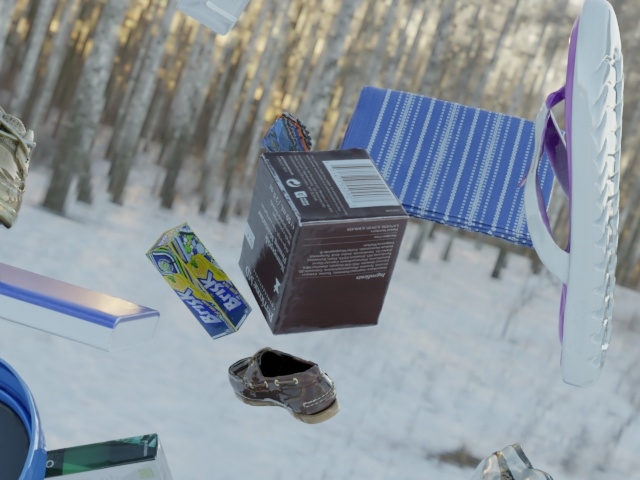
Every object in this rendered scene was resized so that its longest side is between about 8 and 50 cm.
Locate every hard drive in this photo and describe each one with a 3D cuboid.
[{"bbox_3d":[-0.360,0.057,1.555,0.319,0.040,0.210,17,1,6],"label":"hard drive"}]

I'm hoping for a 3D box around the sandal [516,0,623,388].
[{"bbox_3d":[0.249,-0.039,1.396,0.102,0.416,0.169,4,19,18],"label":"sandal"}]

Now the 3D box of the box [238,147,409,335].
[{"bbox_3d":[0.000,0.000,1.913,0.167,0.203,0.168,-4,39,-24],"label":"box"}]

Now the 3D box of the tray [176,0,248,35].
[{"bbox_3d":[-0.114,-0.455,2.139,0.030,0.270,0.145,34,6,31],"label":"tray"}]

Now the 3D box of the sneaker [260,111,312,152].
[{"bbox_3d":[-0.046,-0.115,2.406,0.083,0.221,0.087,13,-39,-44],"label":"sneaker"}]

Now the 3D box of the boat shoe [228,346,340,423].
[{"bbox_3d":[-0.051,0.163,1.651,0.207,0.073,0.073,6,-52,54],"label":"boat shoe"}]

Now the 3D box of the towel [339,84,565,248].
[{"bbox_3d":[0.194,-0.118,2.109,0.336,0.243,0.040,14,-36,7],"label":"towel"}]

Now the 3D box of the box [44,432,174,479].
[{"bbox_3d":[-0.354,0.388,1.887,0.322,0.232,0.058,-10,36,2],"label":"box"}]

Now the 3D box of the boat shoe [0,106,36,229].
[{"bbox_3d":[-0.402,-0.108,1.612,0.122,0.110,0.341,40,-1,-29],"label":"boat shoe"}]

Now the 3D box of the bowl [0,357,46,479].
[{"bbox_3d":[-0.529,0.306,1.723,0.391,0.391,0.077,21,-32,35],"label":"bowl"}]

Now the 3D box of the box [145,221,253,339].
[{"bbox_3d":[-0.175,0.060,1.976,0.054,0.059,0.169,-22,-67,39],"label":"box"}]

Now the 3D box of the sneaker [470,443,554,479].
[{"bbox_3d":[0.195,0.408,2.003,0.258,0.169,0.447,-11,-6,-2],"label":"sneaker"}]
